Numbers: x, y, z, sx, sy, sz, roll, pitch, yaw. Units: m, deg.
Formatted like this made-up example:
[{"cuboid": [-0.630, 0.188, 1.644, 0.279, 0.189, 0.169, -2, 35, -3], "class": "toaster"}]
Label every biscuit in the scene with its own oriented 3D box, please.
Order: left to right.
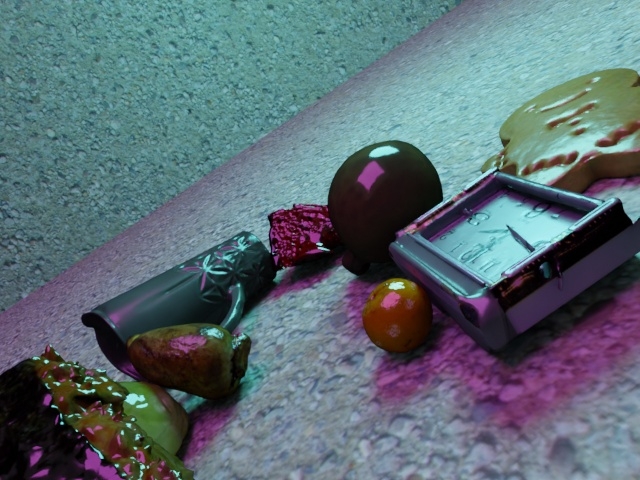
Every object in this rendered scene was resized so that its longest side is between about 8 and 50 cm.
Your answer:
[{"cuboid": [0.364, -0.166, 0.809, 0.275, 0.052, 0.355, -21, 24, 29], "class": "biscuit"}]

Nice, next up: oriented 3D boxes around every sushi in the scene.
[{"cuboid": [-0.198, 0.243, 0.459, 0.207, 0.234, 0.348, -39, 43, -26], "class": "sushi"}]

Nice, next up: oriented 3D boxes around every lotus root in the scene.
[{"cuboid": [-0.189, 0.158, 0.752, 0.191, 0.108, 0.094, -1, 35, 17], "class": "lotus root"}]

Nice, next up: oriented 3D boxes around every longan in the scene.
[{"cuboid": [0.083, -0.040, 0.791, 0.185, 0.159, 0.204, -69, 4, -67], "class": "longan"}]

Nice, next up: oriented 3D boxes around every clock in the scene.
[{"cuboid": [0.197, 0.011, 0.603, 0.186, 0.083, 0.253, -34, 20, -2], "class": "clock"}]

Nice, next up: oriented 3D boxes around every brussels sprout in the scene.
[{"cuboid": [-0.252, 0.236, 0.696, 0.149, 0.122, 0.151, -45, 22, -24], "class": "brussels sprout"}]

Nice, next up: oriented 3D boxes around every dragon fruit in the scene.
[{"cuboid": [-0.005, -0.019, 0.932, 0.192, 0.092, 0.122, -9, 17, 36], "class": "dragon fruit"}]

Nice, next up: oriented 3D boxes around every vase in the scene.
[{"cuboid": [-0.209, 0.106, 0.929, 0.301, 0.156, 0.251, -36, 35, -26], "class": "vase"}]

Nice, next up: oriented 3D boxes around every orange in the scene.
[{"cuboid": [0.083, 0.082, 0.615, 0.083, 0.070, 0.083, -50, 19, 24], "class": "orange"}]
